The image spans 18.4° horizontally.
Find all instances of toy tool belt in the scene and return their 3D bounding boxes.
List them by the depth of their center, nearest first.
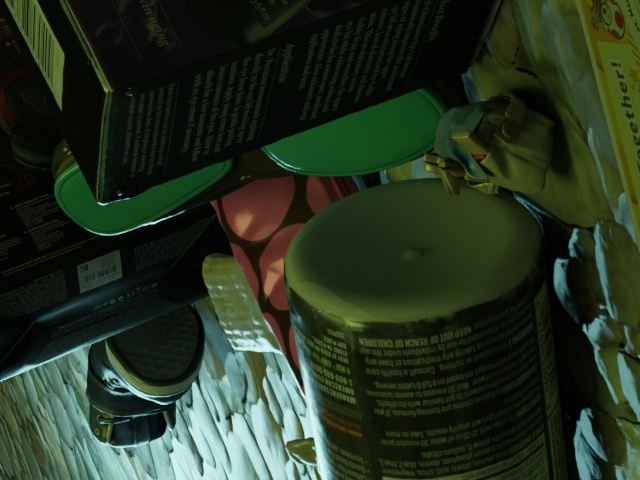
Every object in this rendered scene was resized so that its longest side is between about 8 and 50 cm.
[{"bbox_3d":[0.073,-0.046,0.938,0.083,0.051,0.052,-178,95,-70],"label":"toy tool belt"}]

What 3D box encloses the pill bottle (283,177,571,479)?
[{"bbox_3d":[0.061,0.102,1.018,0.130,0.130,0.246,44,149,52],"label":"pill bottle"}]

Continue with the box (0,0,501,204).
[{"bbox_3d":[-0.039,-0.133,0.917,0.153,0.207,0.108,60,160,20],"label":"box"}]

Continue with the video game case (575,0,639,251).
[{"bbox_3d":[0.181,0.008,0.744,0.206,0.026,0.227,22,132,65],"label":"video game case"}]

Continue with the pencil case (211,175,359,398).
[{"bbox_3d":[0.000,0.000,1.145,0.209,0.095,0.098,59,151,31],"label":"pencil case"}]

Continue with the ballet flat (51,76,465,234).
[{"bbox_3d":[-0.036,-0.080,1.084,0.280,0.096,0.095,-12,128,35],"label":"ballet flat"}]

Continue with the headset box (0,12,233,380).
[{"bbox_3d":[-0.226,-0.058,1.515,0.293,0.218,0.110,54,157,35],"label":"headset box"}]

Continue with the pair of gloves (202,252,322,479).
[{"bbox_3d":[0.012,0.098,1.300,0.240,0.042,0.204,63,157,-2],"label":"pair of gloves"}]

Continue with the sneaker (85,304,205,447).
[{"bbox_3d":[-0.149,0.124,1.687,0.226,0.086,0.163,-124,31,-60],"label":"sneaker"}]
